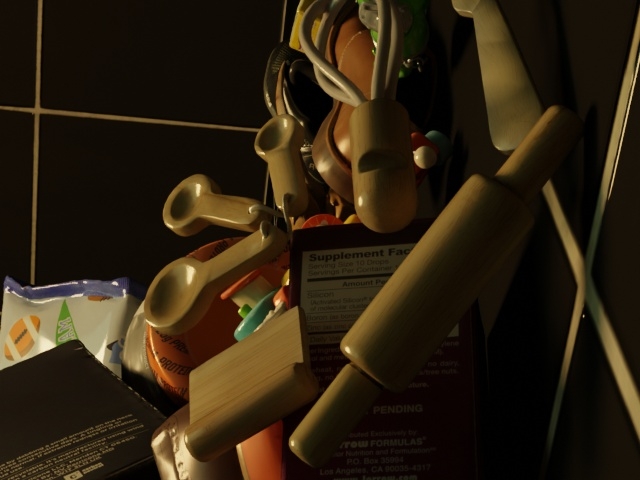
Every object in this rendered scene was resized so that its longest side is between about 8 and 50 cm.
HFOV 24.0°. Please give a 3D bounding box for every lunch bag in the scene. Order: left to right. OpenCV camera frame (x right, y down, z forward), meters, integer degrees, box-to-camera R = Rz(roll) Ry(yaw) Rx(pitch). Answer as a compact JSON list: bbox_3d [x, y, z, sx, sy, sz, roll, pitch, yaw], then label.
[{"bbox_3d":[-0.166,0.226,1.572,0.385,0.239,0.328,18,-101,-50],"label":"lunch bag"}]

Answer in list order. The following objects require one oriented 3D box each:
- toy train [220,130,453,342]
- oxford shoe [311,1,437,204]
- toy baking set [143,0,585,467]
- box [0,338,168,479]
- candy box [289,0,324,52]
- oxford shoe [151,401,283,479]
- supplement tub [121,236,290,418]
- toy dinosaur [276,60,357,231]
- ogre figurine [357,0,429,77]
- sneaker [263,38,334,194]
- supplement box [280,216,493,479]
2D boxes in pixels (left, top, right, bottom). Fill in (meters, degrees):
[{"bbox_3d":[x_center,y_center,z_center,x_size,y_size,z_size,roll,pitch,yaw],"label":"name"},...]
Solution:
[{"bbox_3d":[0.000,0.000,0.851,0.166,0.046,0.125,-45,-8,-23],"label":"toy train"},{"bbox_3d":[0.047,-0.106,0.968,0.076,0.076,0.212,-46,22,29],"label":"oxford shoe"},{"bbox_3d":[0.013,-0.029,0.616,0.256,0.030,0.197,-49,40,1],"label":"toy baking set"},{"bbox_3d":[-0.160,0.286,1.096,0.312,0.179,0.343,20,131,67],"label":"box"},{"bbox_3d":[0.029,-0.237,1.068,0.105,0.027,0.206,144,149,-82],"label":"candy box"},{"bbox_3d":[-0.012,0.200,0.712,0.097,0.098,0.271,10,-117,-58],"label":"oxford shoe"},{"bbox_3d":[-0.068,0.134,1.246,0.316,0.193,0.194,103,171,-61],"label":"supplement tub"},{"bbox_3d":[-0.017,-0.042,1.299,0.112,0.064,0.212,-157,53,-67],"label":"toy dinosaur"},{"bbox_3d":[0.042,-0.185,0.828,0.118,0.096,0.197,-64,-5,-74],"label":"ogre figurine"},{"bbox_3d":[-0.004,-0.145,1.429,0.227,0.087,0.130,-95,12,-48],"label":"sneaker"},{"bbox_3d":[0.030,0.096,0.629,0.104,0.080,0.188,75,-167,-54],"label":"supplement box"}]
